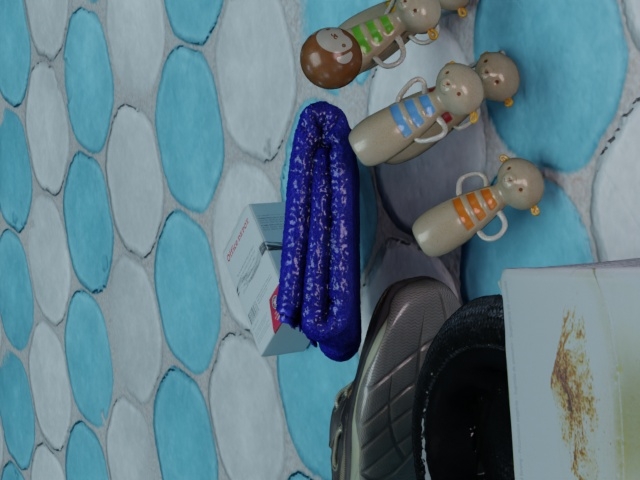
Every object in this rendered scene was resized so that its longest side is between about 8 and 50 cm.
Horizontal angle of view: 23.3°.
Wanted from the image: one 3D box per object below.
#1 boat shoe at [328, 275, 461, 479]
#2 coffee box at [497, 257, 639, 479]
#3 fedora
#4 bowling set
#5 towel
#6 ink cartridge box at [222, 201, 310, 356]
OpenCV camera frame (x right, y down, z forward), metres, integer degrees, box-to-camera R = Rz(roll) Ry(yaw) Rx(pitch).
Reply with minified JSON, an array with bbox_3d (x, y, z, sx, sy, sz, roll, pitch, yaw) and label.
[{"bbox_3d":[0.060,0.191,1.578,0.130,0.132,0.355,40,128,52],"label":"boat shoe"},{"bbox_3d":[0.333,0.168,0.847,0.334,0.338,0.337,-1,94,62],"label":"coffee box"},{"bbox_3d":[0.215,0.192,1.265,0.334,0.152,0.334,18,111,60],"label":"fedora"},{"bbox_3d":[0.088,-0.143,1.376,0.154,0.200,0.287,-30,66,13],"label":"bowling set"},{"bbox_3d":[0.000,0.000,1.545,0.308,0.076,0.227,71,-162,-81],"label":"towel"},{"bbox_3d":[-0.052,0.043,1.829,0.150,0.063,0.109,67,148,29],"label":"ink cartridge box"}]
